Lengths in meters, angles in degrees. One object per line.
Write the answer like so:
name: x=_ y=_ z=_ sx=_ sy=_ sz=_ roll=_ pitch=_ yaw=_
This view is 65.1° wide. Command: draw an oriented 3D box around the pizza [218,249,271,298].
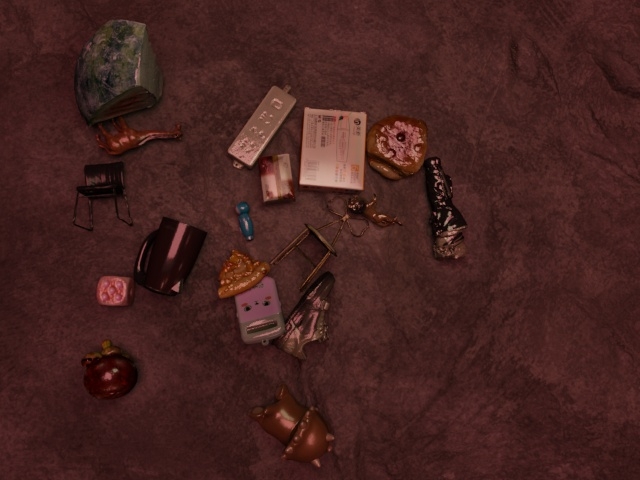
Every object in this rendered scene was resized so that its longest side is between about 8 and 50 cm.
pizza: x=-0.253 y=0.091 z=1.592 sx=0.182 sy=0.062 sz=0.161 roll=-21 pitch=54 yaw=-5

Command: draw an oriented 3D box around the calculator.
calculator: x=-0.190 y=0.217 z=1.558 sx=0.141 sy=0.045 sz=0.245 roll=-14 pitch=53 yaw=-3

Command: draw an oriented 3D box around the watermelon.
watermelon: x=-0.608 y=-0.510 z=1.580 sx=0.388 sy=0.258 sz=0.228 roll=-29 pitch=79 yaw=33

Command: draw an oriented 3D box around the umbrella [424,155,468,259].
umbrella: x=0.407 y=-0.110 z=1.672 sx=0.113 sy=0.106 sz=0.357 roll=-9 pitch=83 yaw=-3

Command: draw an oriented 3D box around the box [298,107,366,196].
box: x=0.040 y=-0.295 z=1.669 sx=0.221 sy=0.091 sz=0.273 roll=6 pitch=82 yaw=-5

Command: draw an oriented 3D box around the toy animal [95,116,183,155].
toy animal: x=-0.592 y=-0.346 z=1.630 sx=0.230 sy=0.066 sz=0.224 roll=38 pitch=74 yaw=12

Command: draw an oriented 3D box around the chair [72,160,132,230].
chair: x=-0.680 y=-0.152 z=1.559 sx=0.141 sy=0.145 sz=0.220 roll=-6 pitch=82 yaw=-7

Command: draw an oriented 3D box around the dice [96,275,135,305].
dice: x=-0.630 y=0.157 z=1.547 sx=0.091 sy=0.093 sz=0.094 roll=5 pitch=81 yaw=-5

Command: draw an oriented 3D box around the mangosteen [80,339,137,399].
mangosteen: x=-0.622 y=0.380 z=1.498 sx=0.146 sy=0.156 sz=0.181 roll=-12 pitch=62 yaw=27

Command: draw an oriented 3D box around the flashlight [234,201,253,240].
flashlight: x=-0.243 y=-0.063 z=1.634 sx=0.051 sy=0.051 sz=0.128 roll=-16 pitch=86 yaw=-7

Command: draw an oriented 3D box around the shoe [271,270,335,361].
shoe: x=-0.016 y=0.249 z=1.588 sx=0.149 sy=0.109 sz=0.292 roll=38 pitch=85 yaw=-2

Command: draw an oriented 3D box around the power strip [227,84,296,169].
power strip: x=-0.189 y=-0.385 z=1.677 sx=0.098 sy=0.058 sz=0.338 roll=32 pitch=80 yaw=0

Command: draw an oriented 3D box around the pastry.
pastry: x=0.265 y=-0.319 z=1.688 sx=0.229 sy=0.100 sz=0.218 roll=-41 pitch=88 yaw=-7

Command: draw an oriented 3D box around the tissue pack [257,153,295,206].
tissue pack: x=-0.143 y=-0.196 z=1.635 sx=0.106 sy=0.099 sz=0.148 roll=-8 pitch=84 yaw=-6

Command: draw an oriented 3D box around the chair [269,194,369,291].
chair: x=0.000 y=0.000 z=1.598 sx=0.326 sy=0.170 sz=0.160 roll=-45 pitch=85 yaw=-3

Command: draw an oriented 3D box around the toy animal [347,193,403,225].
toy animal: x=0.186 y=-0.101 z=1.669 sx=0.220 sy=0.069 sz=0.086 roll=23 pitch=82 yaw=-14

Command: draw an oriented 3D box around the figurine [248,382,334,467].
figurine: x=-0.076 y=0.564 z=1.504 sx=0.177 sy=0.173 sz=0.247 roll=-40 pitch=88 yaw=-8

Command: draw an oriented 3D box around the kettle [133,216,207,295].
kettle: x=-0.481 y=0.050 z=1.558 sx=0.202 sy=0.144 sz=0.232 roll=18 pitch=84 yaw=17
